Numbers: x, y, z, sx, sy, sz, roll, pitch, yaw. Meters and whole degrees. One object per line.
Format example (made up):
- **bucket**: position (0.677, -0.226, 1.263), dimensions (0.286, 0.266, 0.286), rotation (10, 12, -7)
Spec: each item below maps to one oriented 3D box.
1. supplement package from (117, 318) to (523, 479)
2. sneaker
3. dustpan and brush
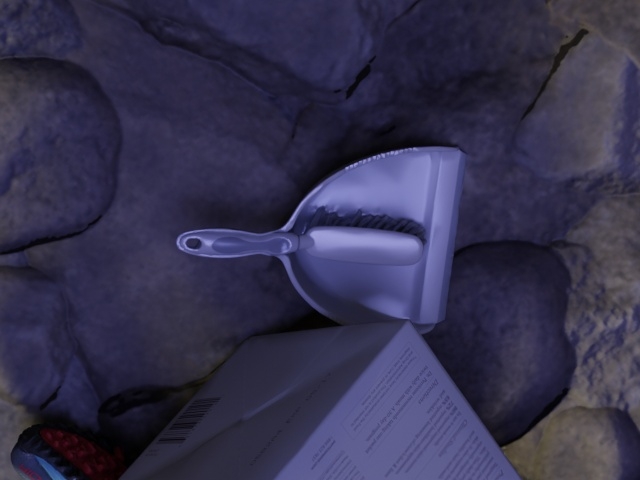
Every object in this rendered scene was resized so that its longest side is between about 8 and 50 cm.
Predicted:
- **supplement package**: position (0.019, 0.223, 1.289), dimensions (0.199, 0.198, 0.263), rotation (-47, 112, -31)
- **sneaker**: position (-0.158, 0.254, 1.369), dimensions (0.125, 0.104, 0.262), rotation (-36, 108, 8)
- **dustpan and brush**: position (0.000, 0.000, 1.323), dimensions (0.211, 0.060, 0.147), rotation (4, 108, -8)
